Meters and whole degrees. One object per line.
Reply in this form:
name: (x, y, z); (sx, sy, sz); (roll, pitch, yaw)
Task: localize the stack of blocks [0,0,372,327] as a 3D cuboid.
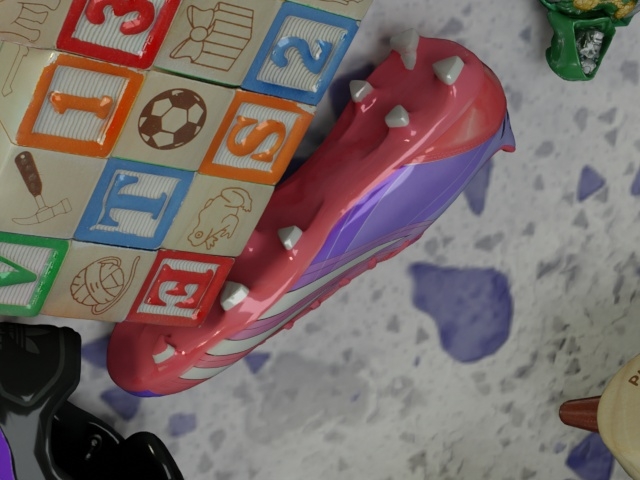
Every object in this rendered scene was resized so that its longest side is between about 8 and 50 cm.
stack of blocks: (-0.076, -0.108, 0.563); (0.171, 0.087, 0.297); (8, 123, -36)

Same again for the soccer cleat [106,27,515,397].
soccer cleat: (0.000, 0.000, 0.709); (0.248, 0.083, 0.095); (-45, 134, -3)

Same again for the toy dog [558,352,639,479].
toy dog: (0.267, 0.047, 0.839); (0.334, 0.161, 0.220); (-32, 119, -28)

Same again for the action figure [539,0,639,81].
action figure: (0.166, -0.193, 0.719); (0.137, 0.063, 0.232); (5, 112, -31)

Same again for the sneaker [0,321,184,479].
sneaker: (-0.129, 0.167, 0.686); (0.146, 0.102, 0.293); (-15, 118, -8)
